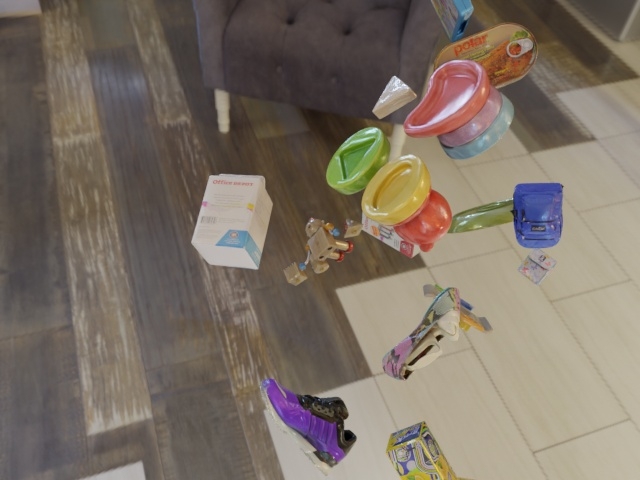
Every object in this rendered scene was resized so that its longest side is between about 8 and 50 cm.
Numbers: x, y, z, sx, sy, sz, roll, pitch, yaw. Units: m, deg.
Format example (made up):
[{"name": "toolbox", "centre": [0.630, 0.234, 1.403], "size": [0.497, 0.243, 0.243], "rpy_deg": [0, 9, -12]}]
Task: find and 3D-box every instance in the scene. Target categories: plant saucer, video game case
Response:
[{"name": "plant saucer", "centre": [0.413, -0.065, 1.498], "size": [0.240, 0.241, 0.037], "rpy_deg": [-16, 94, -18]}, {"name": "video game case", "centre": [0.115, -0.267, 0.628], "size": [0.015, 0.166, 0.119], "rpy_deg": [-26, 94, 12]}]

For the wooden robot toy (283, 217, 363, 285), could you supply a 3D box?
[{"name": "wooden robot toy", "centre": [0.000, 0.000, 1.084], "size": [0.076, 0.173, 0.079], "rpy_deg": [10, 45, -47]}]

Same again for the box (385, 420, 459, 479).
[{"name": "box", "centre": [0.161, 0.347, 0.886], "size": [0.169, 0.059, 0.054], "rpy_deg": [60, 22, -6]}]

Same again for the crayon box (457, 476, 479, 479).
[{"name": "crayon box", "centre": [0.140, 0.526, 1.214], "size": [0.322, 0.203, 0.083], "rpy_deg": [-6, 72, -7]}]

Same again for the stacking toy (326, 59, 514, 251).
[{"name": "stacking toy", "centre": [0.168, -0.144, 1.065], "size": [0.309, 0.130, 0.279], "rpy_deg": [-54, 30, -5]}]

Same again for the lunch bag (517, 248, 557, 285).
[{"name": "lunch bag", "centre": [0.582, 0.069, 1.680], "size": [0.071, 0.053, 0.083], "rpy_deg": [42, 97, 24]}]

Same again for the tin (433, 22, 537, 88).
[{"name": "tin", "centre": [0.300, -0.327, 1.148], "size": [0.189, 0.040, 0.106], "rpy_deg": [-19, 89, 8]}]

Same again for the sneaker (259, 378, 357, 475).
[{"name": "sneaker", "centre": [-0.018, 0.400, 1.453], "size": [0.146, 0.293, 0.102], "rpy_deg": [-38, 23, -3]}]

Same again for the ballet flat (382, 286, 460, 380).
[{"name": "ballet flat", "centre": [0.214, 0.187, 1.206], "size": [0.221, 0.077, 0.079], "rpy_deg": [-44, 41, -13]}]

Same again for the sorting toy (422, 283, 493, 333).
[{"name": "sorting toy", "centre": [0.360, 0.192, 1.686], "size": [0.195, 0.347, 0.047], "rpy_deg": [31, 98, 5]}]

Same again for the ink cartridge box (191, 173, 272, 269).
[{"name": "ink cartridge box", "centre": [-0.140, -0.038, 1.034], "size": [0.092, 0.090, 0.143], "rpy_deg": [5, 66, 13]}]

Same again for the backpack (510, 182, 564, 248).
[{"name": "backpack", "centre": [0.419, -0.043, 1.214], "size": [0.097, 0.120, 0.101], "rpy_deg": [3, 23, 23]}]

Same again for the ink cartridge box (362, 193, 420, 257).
[{"name": "ink cartridge box", "centre": [0.214, -0.067, 1.665], "size": [0.176, 0.128, 0.127], "rpy_deg": [32, 49, 31]}]
